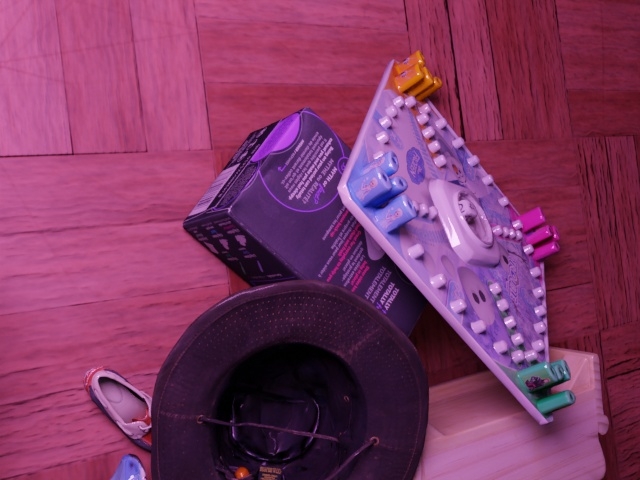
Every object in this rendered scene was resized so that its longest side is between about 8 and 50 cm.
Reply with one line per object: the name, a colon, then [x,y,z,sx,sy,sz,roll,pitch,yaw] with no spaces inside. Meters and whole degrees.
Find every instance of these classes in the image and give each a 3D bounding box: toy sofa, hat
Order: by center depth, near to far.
hat: [-0.036,0.190,0.801,0.331,0.134,0.332,-1,104,-5]
toy sofa: [0.212,0.260,0.949,0.362,0.150,0.177,-8,93,-31]

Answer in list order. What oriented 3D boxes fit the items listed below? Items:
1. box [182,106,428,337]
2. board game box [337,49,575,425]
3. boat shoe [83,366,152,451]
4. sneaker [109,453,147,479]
box: [0.000,0.000,0.851,0.270,0.143,0.165,43,65,-20]
board game box: [0.199,-0.029,0.911,0.390,0.050,0.390,47,32,-18]
boat shoe: [-0.202,0.189,0.772,0.137,0.043,0.049,49,62,-19]
sneaker: [-0.238,0.296,0.730,0.073,0.063,0.162,35,69,-20]
